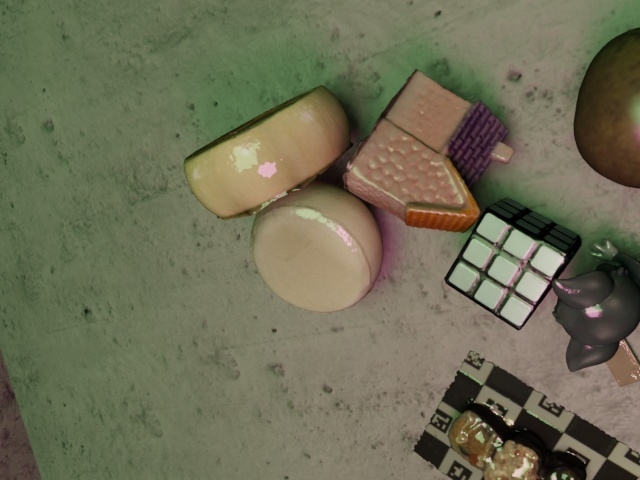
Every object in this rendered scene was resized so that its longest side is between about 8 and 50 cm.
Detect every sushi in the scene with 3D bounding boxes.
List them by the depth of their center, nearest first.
[{"bbox_3d":[0.376,0.440,1.156,0.373,0.100,0.296,32,114,21],"label":"sushi"}]

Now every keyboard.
[{"bbox_3d":[0.521,0.179,1.068,0.055,0.017,0.166,-33,83,36],"label":"keyboard"}]

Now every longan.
[{"bbox_3d":[0.509,-0.190,0.890,0.245,0.215,0.246,0,115,1],"label":"longan"}]

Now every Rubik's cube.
[{"bbox_3d":[0.342,0.036,1.056,0.163,0.160,0.162,32,114,21],"label":"Rubik's cube"}]

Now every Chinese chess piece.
[{"bbox_3d":[-0.101,-0.174,1.170,0.338,0.338,0.141,-18,110,32],"label":"Chinese chess piece"}]

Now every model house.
[{"bbox_3d":[0.204,-0.134,1.083,0.237,0.202,0.237,34,83,11],"label":"model house"}]

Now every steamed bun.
[{"bbox_3d":[0.000,0.000,1.226,0.282,0.177,0.283,13,129,16],"label":"steamed bun"}]

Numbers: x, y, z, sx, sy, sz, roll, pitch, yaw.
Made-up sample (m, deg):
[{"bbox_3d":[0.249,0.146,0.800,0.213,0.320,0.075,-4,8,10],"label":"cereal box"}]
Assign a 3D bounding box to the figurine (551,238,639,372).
[{"bbox_3d":[0.506,0.109,0.964,0.265,0.140,0.193,-1,123,15],"label":"figurine"}]
